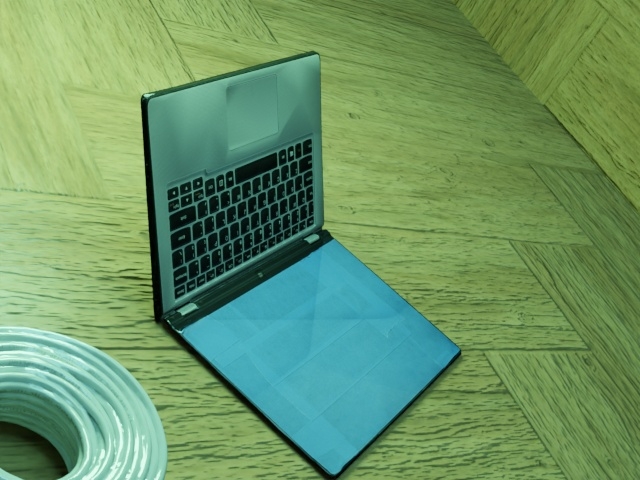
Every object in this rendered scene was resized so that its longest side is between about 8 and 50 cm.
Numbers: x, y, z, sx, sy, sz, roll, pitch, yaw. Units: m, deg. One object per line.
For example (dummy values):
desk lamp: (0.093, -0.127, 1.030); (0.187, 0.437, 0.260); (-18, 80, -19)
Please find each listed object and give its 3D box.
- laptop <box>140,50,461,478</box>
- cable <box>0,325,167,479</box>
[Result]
laptop: (0.000, 0.000, 1.264); (0.237, 0.407, 0.382); (8, 20, 27)
cable: (-0.259, 0.187, 0.894); (0.257, 0.089, 0.257); (21, 33, -19)
